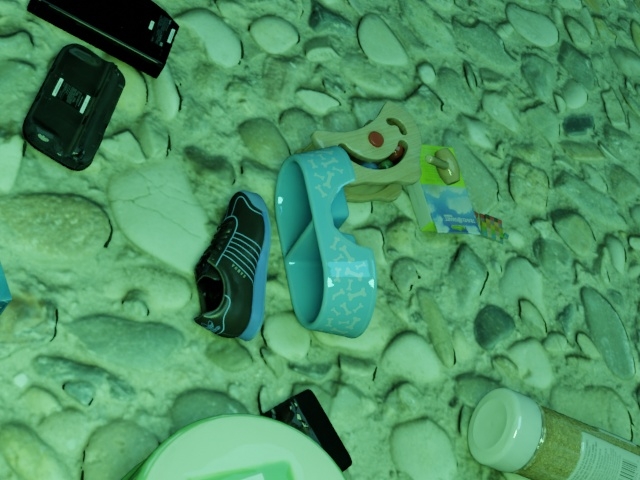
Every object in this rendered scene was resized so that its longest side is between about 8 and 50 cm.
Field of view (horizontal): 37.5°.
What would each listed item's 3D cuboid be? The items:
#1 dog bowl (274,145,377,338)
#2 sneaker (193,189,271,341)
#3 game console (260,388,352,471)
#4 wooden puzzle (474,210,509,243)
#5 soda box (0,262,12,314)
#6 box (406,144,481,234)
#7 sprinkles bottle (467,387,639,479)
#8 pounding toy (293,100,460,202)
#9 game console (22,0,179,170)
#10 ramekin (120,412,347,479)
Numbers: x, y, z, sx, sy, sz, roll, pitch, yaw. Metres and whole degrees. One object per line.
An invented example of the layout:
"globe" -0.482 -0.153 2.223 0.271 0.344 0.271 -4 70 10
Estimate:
"dog bowl" 0.000 0.000 1.376 0.074 0.166 0.297 -1 63 -24
"sneaker" -0.127 0.024 1.316 0.090 0.081 0.232 20 54 -34
"game console" -0.025 0.277 1.282 0.107 0.071 0.122 -29 80 -13
"wooden puzzle" 0.311 -0.023 1.714 0.083 0.006 0.049 18 54 -27
"soda box" -0.437 -0.005 1.118 0.071 0.067 0.210 -9 69 -40
"box" 0.207 -0.083 1.651 0.109 0.042 0.178 2 62 -34
"sprinkles bottle" 0.402 0.343 1.476 0.355 0.121 0.121 25 51 -22
"pounding toy" 0.106 -0.161 1.537 0.269 0.155 0.154 -4 68 -31
"game console" -0.341 -0.259 1.364 0.213 0.044 0.361 27 50 -18
"ramekin" -0.097 0.344 1.057 0.303 0.148 0.304 13 52 -17
